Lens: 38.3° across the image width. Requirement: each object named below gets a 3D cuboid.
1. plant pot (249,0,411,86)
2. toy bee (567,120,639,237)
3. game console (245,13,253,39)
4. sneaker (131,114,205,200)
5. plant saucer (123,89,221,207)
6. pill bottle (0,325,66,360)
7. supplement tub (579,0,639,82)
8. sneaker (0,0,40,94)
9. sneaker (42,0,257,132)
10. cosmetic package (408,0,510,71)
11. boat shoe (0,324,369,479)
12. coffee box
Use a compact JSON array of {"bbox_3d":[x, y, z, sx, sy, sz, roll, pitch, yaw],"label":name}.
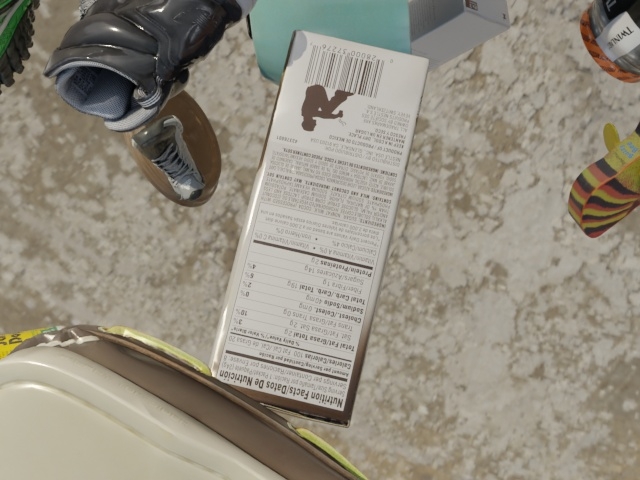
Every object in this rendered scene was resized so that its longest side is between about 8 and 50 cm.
[{"bbox_3d":[0.016,-0.351,1.422,0.235,0.293,0.293,-5,121,5],"label":"plant pot"},{"bbox_3d":[0.498,-0.142,1.399,0.195,0.298,0.162,34,163,53],"label":"toy bee"},{"bbox_3d":[-0.122,-0.435,1.792,0.107,0.122,0.071,30,112,34],"label":"game console"},{"bbox_3d":[-0.244,-0.132,1.570,0.086,0.228,0.132,-31,89,1],"label":"sneaker"},{"bbox_3d":[-0.281,-0.199,1.802,0.041,0.278,0.278,-22,111,26],"label":"plant saucer"},{"bbox_3d":[-0.429,0.184,1.207,0.208,0.118,0.118,-9,130,-22],"label":"pill bottle"},{"bbox_3d":[0.552,-0.382,1.381,0.193,0.194,0.316,41,143,-5],"label":"supplement tub"},{"bbox_3d":[-0.367,-0.327,1.029,0.134,0.344,0.146,0,152,23],"label":"sneaker"},{"bbox_3d":[-0.175,-0.179,0.742,0.268,0.153,0.101,23,168,45],"label":"sneaker"},{"bbox_3d":[0.207,-0.376,1.624,0.231,0.117,0.086,-22,67,47],"label":"cosmetic package"},{"bbox_3d":[-0.014,0.149,0.432,0.324,0.097,0.117,34,105,0],"label":"boat shoe"},{"bbox_3d":[0.000,0.000,0.783,0.118,0.297,0.168,13,171,2],"label":"coffee box"}]
